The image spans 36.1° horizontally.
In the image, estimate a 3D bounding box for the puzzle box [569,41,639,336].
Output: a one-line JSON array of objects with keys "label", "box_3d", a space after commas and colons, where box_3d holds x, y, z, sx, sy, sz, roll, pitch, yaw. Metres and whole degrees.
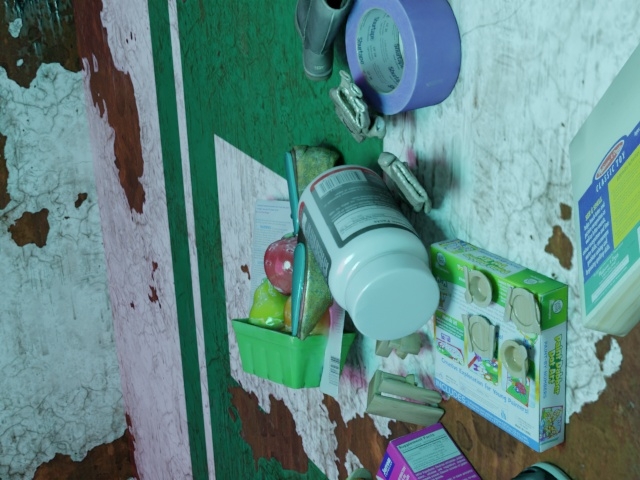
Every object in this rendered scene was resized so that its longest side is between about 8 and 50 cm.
[{"label": "puzzle box", "box_3d": [0.362, -0.122, 0.964, 0.409, 0.052, 0.272, 114, 167, -52]}]

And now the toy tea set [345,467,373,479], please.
[{"label": "toy tea set", "box_3d": [0.108, 0.553, 1.779, 0.124, 0.200, 0.336, 12, 114, 51]}]

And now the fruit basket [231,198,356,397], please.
[{"label": "fruit basket", "box_3d": [-0.040, 0.102, 1.913, 0.327, 0.165, 0.353, 6, 88, 53]}]

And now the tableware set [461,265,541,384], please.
[{"label": "tableware set", "box_3d": [0.248, 0.117, 1.370, 0.168, 0.020, 0.141, 29, 128, 55]}]

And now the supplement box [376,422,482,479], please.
[{"label": "supplement box", "box_3d": [0.202, 0.431, 1.631, 0.220, 0.113, 0.111, 55, 146, 37]}]

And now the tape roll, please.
[{"label": "tape roll", "box_3d": [0.119, -0.285, 1.454, 0.189, 0.080, 0.189, 38, 136, 51]}]

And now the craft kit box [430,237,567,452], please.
[{"label": "craft kit box", "box_3d": [0.257, 0.146, 1.447, 0.250, 0.060, 0.247, 28, 130, 55]}]

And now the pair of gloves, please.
[{"label": "pair of gloves", "box_3d": [0.097, -0.142, 1.510, 0.240, 0.042, 0.204, 54, 180, 9]}]

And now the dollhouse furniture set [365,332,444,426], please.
[{"label": "dollhouse furniture set", "box_3d": [0.162, 0.210, 1.686, 0.144, 0.123, 0.151, 112, 170, -50]}]

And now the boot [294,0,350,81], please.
[{"label": "boot", "box_3d": [0.003, -0.376, 1.555, 0.208, 0.076, 0.190, 92, 169, -64]}]

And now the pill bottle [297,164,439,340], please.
[{"label": "pill bottle", "box_3d": [0.074, 0.017, 1.539, 0.283, 0.161, 0.161, -115, 25, -51]}]

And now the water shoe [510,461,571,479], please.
[{"label": "water shoe", "box_3d": [0.346, 0.383, 1.368, 0.203, 0.080, 0.073, 26, 126, 56]}]

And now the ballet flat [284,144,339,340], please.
[{"label": "ballet flat", "box_3d": [0.000, 0.000, 1.733, 0.123, 0.123, 0.349, 158, 111, -63]}]
